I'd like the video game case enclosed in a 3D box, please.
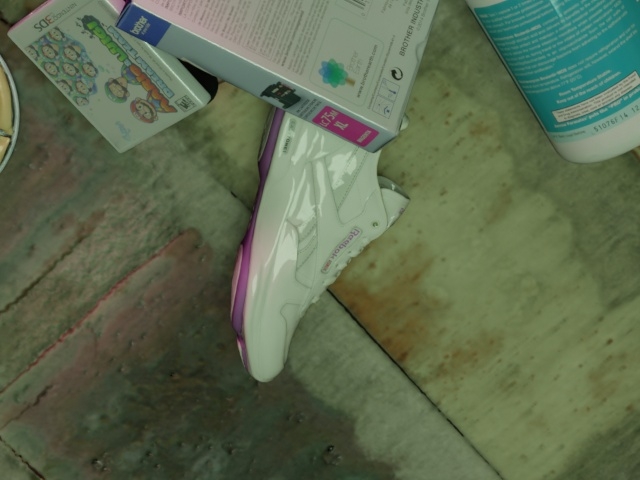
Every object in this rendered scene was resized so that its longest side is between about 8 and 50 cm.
[{"bbox_3d":[-0.194,-0.159,1.602,0.157,0.019,0.143,47,141,-17],"label":"video game case"}]

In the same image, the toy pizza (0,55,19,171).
[{"bbox_3d":[-0.382,-0.118,1.639,0.201,0.032,0.201,-1,109,-4],"label":"toy pizza"}]

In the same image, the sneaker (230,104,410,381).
[{"bbox_3d":[0.000,0.000,1.667,0.152,0.114,0.305,12,108,-7],"label":"sneaker"}]

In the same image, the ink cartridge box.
[{"bbox_3d":[-0.051,-0.226,1.564,0.311,0.065,0.186,26,64,-15],"label":"ink cartridge box"}]

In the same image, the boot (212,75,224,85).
[{"bbox_3d":[-0.069,-0.206,1.635,0.118,0.042,0.087,-29,102,4],"label":"boot"}]

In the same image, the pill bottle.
[{"bbox_3d":[0.220,-0.211,1.597,0.146,0.146,0.264,-32,109,6],"label":"pill bottle"}]

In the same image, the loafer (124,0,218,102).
[{"bbox_3d":[-0.172,-0.181,1.622,0.170,0.062,0.061,51,133,-6],"label":"loafer"}]
